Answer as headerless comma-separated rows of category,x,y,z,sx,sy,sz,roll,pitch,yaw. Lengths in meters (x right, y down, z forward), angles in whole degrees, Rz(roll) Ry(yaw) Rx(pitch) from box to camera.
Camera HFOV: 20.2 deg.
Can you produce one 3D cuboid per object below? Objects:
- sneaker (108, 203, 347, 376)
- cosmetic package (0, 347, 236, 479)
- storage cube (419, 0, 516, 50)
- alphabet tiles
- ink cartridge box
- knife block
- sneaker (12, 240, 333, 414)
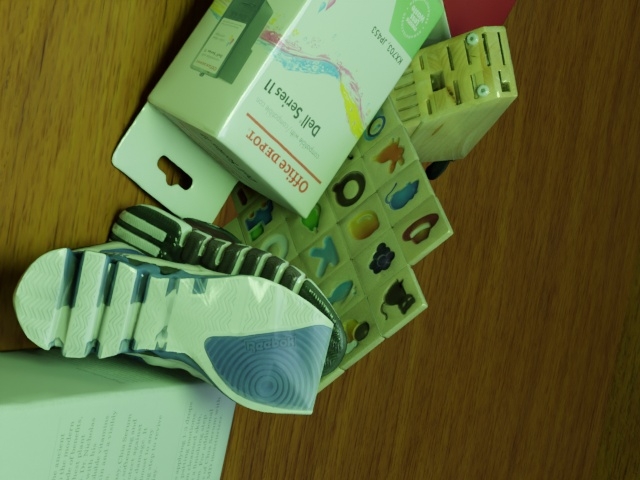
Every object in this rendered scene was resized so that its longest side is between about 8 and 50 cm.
sneaker,-0.075,0.043,1.901,0.106,0.281,0.162,-60,166,10
cosmetic package,-0.269,0.232,1.713,0.453,0.161,0.230,3,100,-65
storage cube,0.122,-0.323,2.206,0.193,0.183,0.215,-60,150,-30
alphabet tiles,0.000,0.000,1.940,0.285,0.342,0.011,-39,133,18
ink cartridge box,-0.041,-0.167,1.908,0.353,0.119,0.207,-57,143,-5
knife block,0.148,-0.149,2.144,0.242,0.275,0.088,14,62,-57
sneaker,-0.150,0.065,1.775,0.182,0.315,0.127,-143,-110,-74
